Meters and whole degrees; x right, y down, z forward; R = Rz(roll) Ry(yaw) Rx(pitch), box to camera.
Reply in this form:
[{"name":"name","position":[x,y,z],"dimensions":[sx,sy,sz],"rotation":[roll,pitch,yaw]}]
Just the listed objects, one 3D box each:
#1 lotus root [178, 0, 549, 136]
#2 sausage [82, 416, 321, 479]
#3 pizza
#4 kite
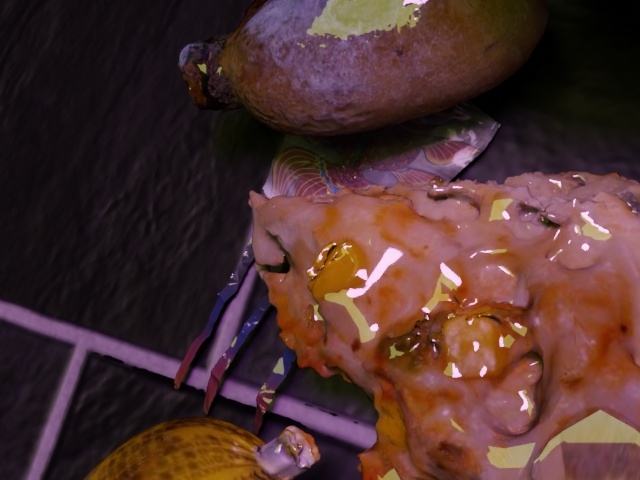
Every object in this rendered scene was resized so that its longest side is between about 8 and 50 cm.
[{"name":"lotus root","position":[0.017,-0.106,0.409],"dimensions":[0.192,0.088,0.113],"rotation":[-14,43,16]},{"name":"sausage","position":[-0.118,0.214,0.350],"dimensions":[0.347,0.123,0.123],"rotation":[-49,59,3]},{"name":"pizza","position":[0.080,0.047,0.339],"dimensions":[0.189,0.071,0.297],"rotation":[-46,59,5]},{"name":"kite","position":[-0.001,-0.001,0.431],"dimensions":[0.127,0.016,0.229],"rotation":[25,84,34]}]
